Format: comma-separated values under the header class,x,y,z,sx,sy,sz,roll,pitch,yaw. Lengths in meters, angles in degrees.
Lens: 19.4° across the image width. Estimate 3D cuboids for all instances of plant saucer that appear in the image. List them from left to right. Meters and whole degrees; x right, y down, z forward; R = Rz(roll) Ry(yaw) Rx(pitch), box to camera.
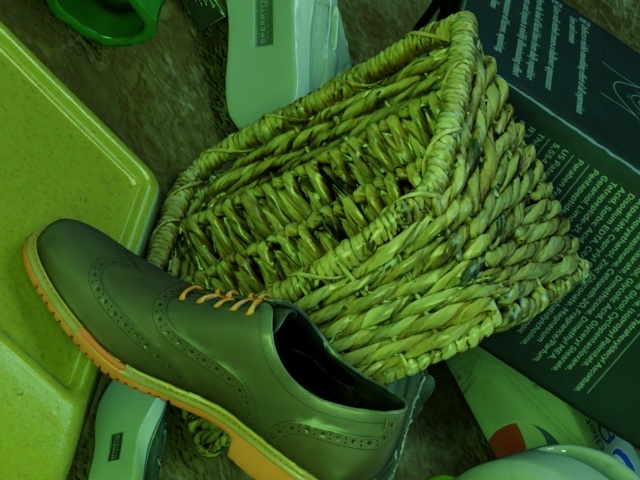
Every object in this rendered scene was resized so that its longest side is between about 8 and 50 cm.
class,x,y,z,sx,sy,sz,roll,pitch,yaw
plant saucer,-0.234,-0.027,1.227,0.333,0.081,0.333,45,35,-26

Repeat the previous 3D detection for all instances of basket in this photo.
class,x,y,z,sx,sy,sz,roll,pitch,yaw
basket,0.000,0.000,1.341,0.213,0.299,0.223,-25,90,-58

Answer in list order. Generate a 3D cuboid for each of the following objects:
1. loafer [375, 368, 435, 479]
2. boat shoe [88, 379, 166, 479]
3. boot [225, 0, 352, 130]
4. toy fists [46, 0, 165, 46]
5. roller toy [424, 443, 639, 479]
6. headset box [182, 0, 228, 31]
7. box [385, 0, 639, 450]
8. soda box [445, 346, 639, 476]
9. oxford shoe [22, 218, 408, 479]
class,x,y,z,sx,sy,sz,roll,pitch,yaw
loafer,0.056,0.123,1.525,0.087,0.094,0.251,43,36,-22
boat shoe,-0.130,0.143,1.289,0.142,0.049,0.040,-79,151,-44
boot,-0.023,-0.198,1.627,0.123,0.095,0.258,27,66,-65
toy fists,-0.215,-0.272,1.433,0.279,0.096,0.142,38,48,-37
roller toy,0.186,0.267,1.513,0.146,0.191,0.209,-4,70,-58
headset box,-0.095,-0.222,1.629,0.062,0.032,0.083,60,29,-5
box,0.228,-0.032,1.629,0.395,0.212,0.293,33,26,-6
soda box,0.219,0.183,1.725,0.286,0.091,0.098,62,29,-1
oxford shoe,-0.063,0.057,1.175,0.271,0.098,0.097,35,30,5
